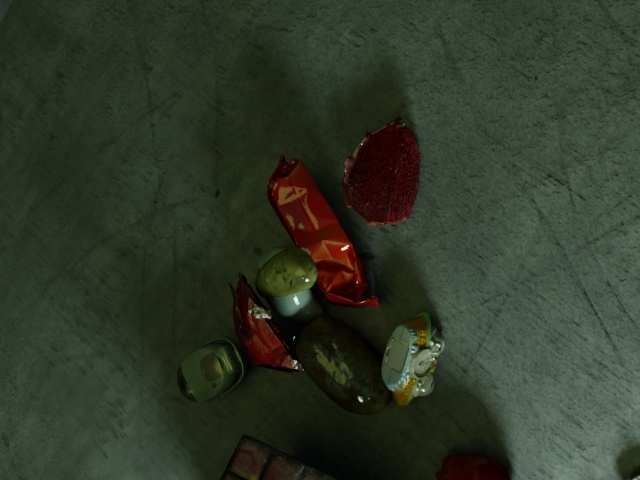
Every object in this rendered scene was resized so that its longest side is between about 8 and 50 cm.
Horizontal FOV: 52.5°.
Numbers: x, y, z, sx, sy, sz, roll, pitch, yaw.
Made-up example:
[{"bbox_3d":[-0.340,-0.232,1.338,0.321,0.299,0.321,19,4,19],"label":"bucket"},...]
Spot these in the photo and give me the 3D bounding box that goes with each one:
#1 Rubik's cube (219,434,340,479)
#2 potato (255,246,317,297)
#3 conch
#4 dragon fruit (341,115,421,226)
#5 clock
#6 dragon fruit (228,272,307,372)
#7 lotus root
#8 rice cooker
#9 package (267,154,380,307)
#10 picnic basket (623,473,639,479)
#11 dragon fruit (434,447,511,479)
[{"bbox_3d":[-0.065,0.681,1.447,0.345,0.337,0.343,21,68,23],"label":"Rubik's cube"},{"bbox_3d":[-0.079,0.079,1.482,0.188,0.085,0.105,-28,63,40],"label":"potato"},{"bbox_3d":[-0.083,0.122,1.634,0.121,0.185,0.220,-24,100,-6],"label":"conch"},{"bbox_3d":[0.146,-0.156,1.582,0.161,0.126,0.273,6,80,35],"label":"dragon fruit"},{"bbox_3d":[0.219,0.278,1.506,0.103,0.144,0.230,22,97,49],"label":"clock"},{"bbox_3d":[-0.151,0.219,1.565,0.100,0.343,0.282,-28,80,-10],"label":"dragon fruit"},{"bbox_3d":[0.059,0.299,1.553,0.160,0.152,0.275,-45,89,-4],"label":"lotus root"},{"bbox_3d":[-0.286,0.349,1.743,0.206,0.127,0.145,-32,75,16],"label":"rice cooker"},{"bbox_3d":[0.000,-0.001,1.589,0.123,0.196,0.423,-31,75,-2],"label":"package"},{"bbox_3d":[0.650,0.510,1.322,0.083,0.083,0.065,-28,81,24],"label":"picnic basket"},{"bbox_3d":[0.342,0.551,1.416,0.209,0.172,0.172,39,103,21],"label":"dragon fruit"}]
